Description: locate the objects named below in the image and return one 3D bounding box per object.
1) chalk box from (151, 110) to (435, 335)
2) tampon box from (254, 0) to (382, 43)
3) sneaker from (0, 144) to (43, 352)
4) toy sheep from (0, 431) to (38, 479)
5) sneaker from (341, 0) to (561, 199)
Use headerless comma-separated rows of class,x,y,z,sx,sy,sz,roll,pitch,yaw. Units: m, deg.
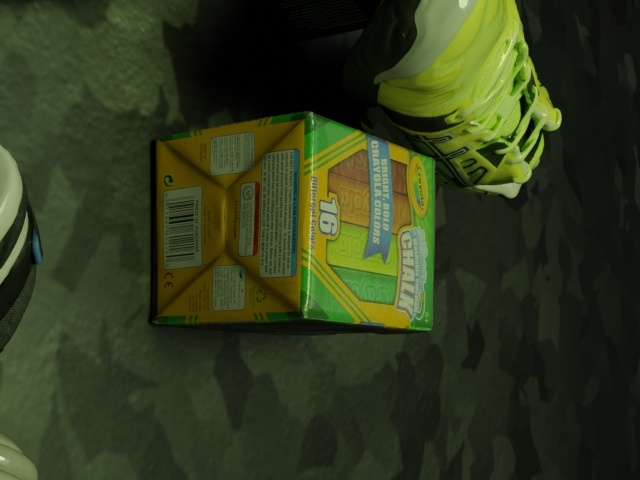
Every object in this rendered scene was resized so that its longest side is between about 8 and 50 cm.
chalk box,0.000,0.000,0.757,0.213,0.132,0.132,10,78,-55
tampon box,-0.010,-0.251,0.804,0.161,0.101,0.120,43,53,-44
sneaker,-0.207,0.059,0.498,0.217,0.079,0.121,-50,166,-18
toy sheep,-0.179,0.134,0.521,0.091,0.091,0.132,46,45,-43
sneaker,0.113,-0.121,0.783,0.145,0.147,0.385,-58,171,1
